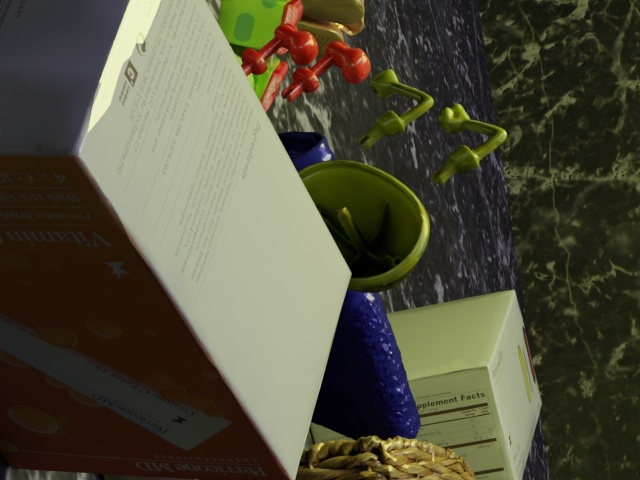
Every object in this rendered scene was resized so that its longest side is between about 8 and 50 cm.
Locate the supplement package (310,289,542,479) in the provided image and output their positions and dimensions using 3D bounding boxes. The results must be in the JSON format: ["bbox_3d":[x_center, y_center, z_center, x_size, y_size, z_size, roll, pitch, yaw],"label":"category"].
[{"bbox_3d":[0.119,0.175,2.119,0.262,0.204,0.145,-56,132,-70],"label":"supplement package"}]

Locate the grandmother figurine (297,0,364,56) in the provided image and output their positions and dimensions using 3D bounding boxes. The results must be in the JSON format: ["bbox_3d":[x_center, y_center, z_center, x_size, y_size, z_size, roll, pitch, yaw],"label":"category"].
[{"bbox_3d":[0.020,-0.383,2.276,0.104,0.208,0.342,21,58,-21],"label":"grandmother figurine"}]

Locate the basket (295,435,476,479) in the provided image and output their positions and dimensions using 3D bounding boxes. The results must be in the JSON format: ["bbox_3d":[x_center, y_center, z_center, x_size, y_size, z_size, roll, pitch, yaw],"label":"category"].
[{"bbox_3d":[0.047,0.313,1.723,0.299,0.213,0.223,45,35,-64],"label":"basket"}]

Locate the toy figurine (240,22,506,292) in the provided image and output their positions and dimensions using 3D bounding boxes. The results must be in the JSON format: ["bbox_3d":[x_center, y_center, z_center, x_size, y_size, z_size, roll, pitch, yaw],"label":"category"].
[{"bbox_3d":[-0.026,-0.020,1.495,0.191,0.362,0.217,-44,143,-28],"label":"toy figurine"}]

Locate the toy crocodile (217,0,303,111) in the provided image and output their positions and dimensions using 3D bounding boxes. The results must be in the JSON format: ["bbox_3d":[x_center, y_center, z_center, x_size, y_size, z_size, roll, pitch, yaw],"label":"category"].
[{"bbox_3d":[-0.058,-0.217,1.821,0.115,0.105,0.340,-68,170,-71],"label":"toy crocodile"}]

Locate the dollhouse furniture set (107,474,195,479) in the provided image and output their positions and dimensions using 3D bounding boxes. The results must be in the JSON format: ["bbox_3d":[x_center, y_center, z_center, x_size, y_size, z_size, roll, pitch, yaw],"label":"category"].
[{"bbox_3d":[-0.110,0.098,1.485,0.151,0.144,0.123,62,12,-8],"label":"dollhouse furniture set"}]

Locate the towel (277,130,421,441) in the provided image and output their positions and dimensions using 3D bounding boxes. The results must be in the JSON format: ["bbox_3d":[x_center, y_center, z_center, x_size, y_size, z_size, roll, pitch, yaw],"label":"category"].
[{"bbox_3d":[-0.029,0.037,1.742,0.227,0.076,0.308,19,-45,57],"label":"towel"}]

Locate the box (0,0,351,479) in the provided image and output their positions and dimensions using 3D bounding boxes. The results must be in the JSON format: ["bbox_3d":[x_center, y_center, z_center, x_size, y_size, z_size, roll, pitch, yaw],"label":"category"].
[{"bbox_3d":[-0.146,-0.011,1.176,0.345,0.215,0.168,61,36,-49],"label":"box"}]
